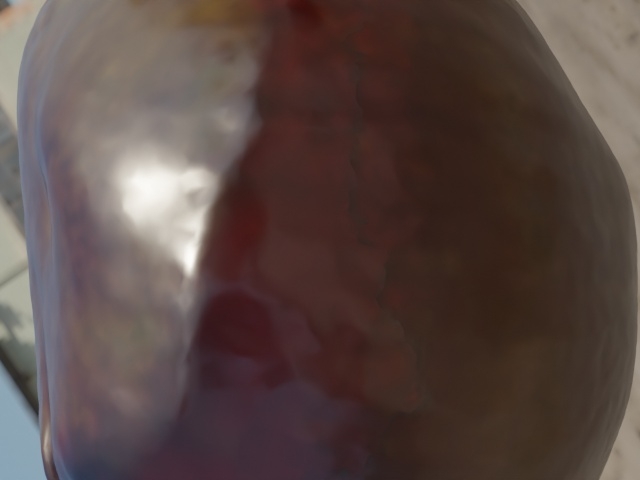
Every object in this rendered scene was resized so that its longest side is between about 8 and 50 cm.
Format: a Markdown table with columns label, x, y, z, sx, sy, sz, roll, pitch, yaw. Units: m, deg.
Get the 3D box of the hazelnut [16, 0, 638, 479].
| label | x | y | z | sx | sy | sz | roll | pitch | yaw |
| --- | --- | --- | --- | --- | --- | --- | --- | --- | --- |
| hazelnut | 0.000 | 0.000 | 1.102 | 0.402 | 0.402 | 0.429 | 60 | -158 | -61 |
